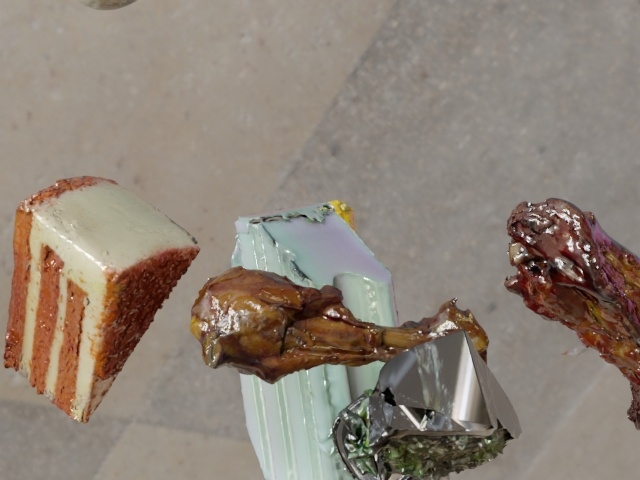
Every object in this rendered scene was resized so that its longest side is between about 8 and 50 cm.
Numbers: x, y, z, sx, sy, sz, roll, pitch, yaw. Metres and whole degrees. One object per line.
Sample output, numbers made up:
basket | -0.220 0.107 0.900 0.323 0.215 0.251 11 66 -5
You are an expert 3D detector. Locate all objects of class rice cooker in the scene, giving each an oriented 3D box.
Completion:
rice cooker | 0.090 0.268 1.525 0.112 0.165 0.106 -37 143 -3

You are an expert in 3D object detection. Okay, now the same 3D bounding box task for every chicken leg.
chicken leg | 0.164 0.048 0.679 0.205 0.093 0.053 51 57 -24
chicken leg | 0.020 0.097 1.229 0.304 0.093 0.113 8 81 -7

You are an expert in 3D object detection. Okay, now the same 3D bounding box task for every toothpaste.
toothpaste | 0.366 0.121 1.692 0.075 0.048 0.301 -64 164 -6

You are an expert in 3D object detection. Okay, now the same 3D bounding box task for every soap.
soap | -0.001 0.174 1.724 0.156 0.261 0.446 -12 95 -30

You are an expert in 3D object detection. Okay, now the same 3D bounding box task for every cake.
cake | -0.276 0.070 1.336 0.262 0.158 0.159 -59 158 7

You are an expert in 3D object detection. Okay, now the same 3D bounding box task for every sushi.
sushi | 0.060 0.099 0.674 0.085 0.056 0.083 -21 152 17

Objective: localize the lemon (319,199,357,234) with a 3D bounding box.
lemon | 0.000 0.000 1.950 0.114 0.114 0.155 18 120 -43

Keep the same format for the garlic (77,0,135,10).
garlic | -0.226 -0.337 1.374 0.178 0.229 0.143 -27 109 -33
